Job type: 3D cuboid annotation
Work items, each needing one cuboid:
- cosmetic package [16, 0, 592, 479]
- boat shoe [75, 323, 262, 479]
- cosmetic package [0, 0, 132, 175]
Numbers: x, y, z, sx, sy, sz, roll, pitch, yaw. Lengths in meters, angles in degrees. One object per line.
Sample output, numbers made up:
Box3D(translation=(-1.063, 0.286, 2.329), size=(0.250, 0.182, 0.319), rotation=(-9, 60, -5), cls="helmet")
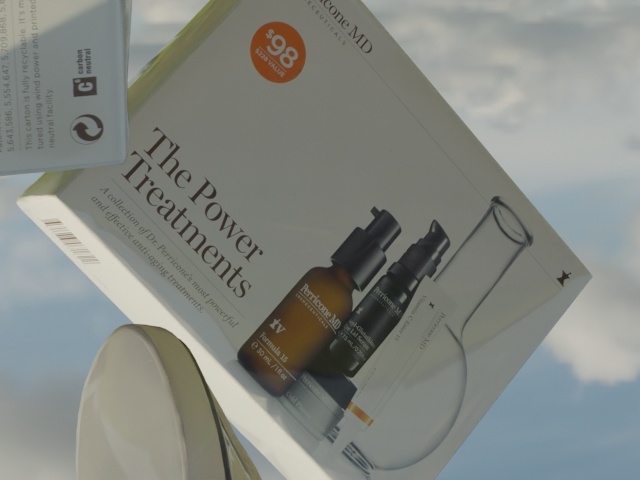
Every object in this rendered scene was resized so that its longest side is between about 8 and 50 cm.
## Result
Box3D(translation=(0.000, 0.000, 1.323), size=(0.284, 0.377, 0.097), rotation=(-51, -159, -21), cls="cosmetic package")
Box3D(translation=(-0.044, 0.161, 0.789), size=(0.084, 0.258, 0.095), rotation=(4, 153, -43), cls="boat shoe")
Box3D(translation=(-0.311, -0.132, 0.934), size=(0.385, 0.156, 0.217), rotation=(-6, -150, -17), cls="cosmetic package")
